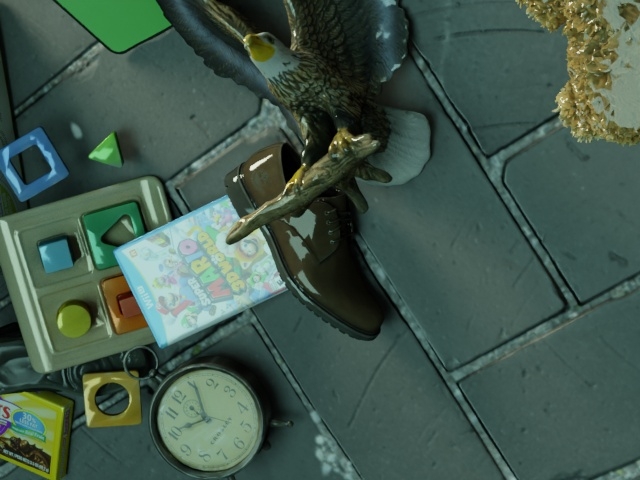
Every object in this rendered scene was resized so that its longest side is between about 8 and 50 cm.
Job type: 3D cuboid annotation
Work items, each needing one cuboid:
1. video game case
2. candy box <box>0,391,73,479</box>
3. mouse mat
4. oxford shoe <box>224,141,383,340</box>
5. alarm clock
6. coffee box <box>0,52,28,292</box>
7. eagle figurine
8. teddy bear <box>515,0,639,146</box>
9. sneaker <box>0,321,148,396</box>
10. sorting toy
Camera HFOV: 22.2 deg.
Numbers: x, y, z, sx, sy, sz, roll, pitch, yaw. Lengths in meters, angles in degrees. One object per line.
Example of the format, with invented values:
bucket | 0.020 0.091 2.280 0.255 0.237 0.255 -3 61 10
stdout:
video game case | -0.122 0.028 1.730 0.166 0.015 0.119 -25 94 10
candy box | -0.392 0.207 1.964 0.206 0.027 0.105 19 112 22
mouse mat | -0.192 -0.270 1.658 0.190 0.007 0.152 -22 131 32
oxford shoe | 0.000 0.000 1.652 0.096 0.083 0.227 -37 88 28
alarm clock | -0.134 0.179 1.775 0.192 0.064 0.129 38 102 -2
coffee box | -0.558 -0.073 1.779 0.338 0.334 0.338 1 109 27
eagle figurine | -0.025 -0.180 1.568 0.225 0.226 0.298 95 158 -63
teddy bear | 0.263 -0.255 1.423 0.245 0.113 0.338 -31 83 25
sneaker | -0.308 0.132 1.869 0.227 0.130 0.087 -7 99 2
sorting toy | -0.244 0.042 1.769 0.196 0.047 0.347 -16 100 -1
